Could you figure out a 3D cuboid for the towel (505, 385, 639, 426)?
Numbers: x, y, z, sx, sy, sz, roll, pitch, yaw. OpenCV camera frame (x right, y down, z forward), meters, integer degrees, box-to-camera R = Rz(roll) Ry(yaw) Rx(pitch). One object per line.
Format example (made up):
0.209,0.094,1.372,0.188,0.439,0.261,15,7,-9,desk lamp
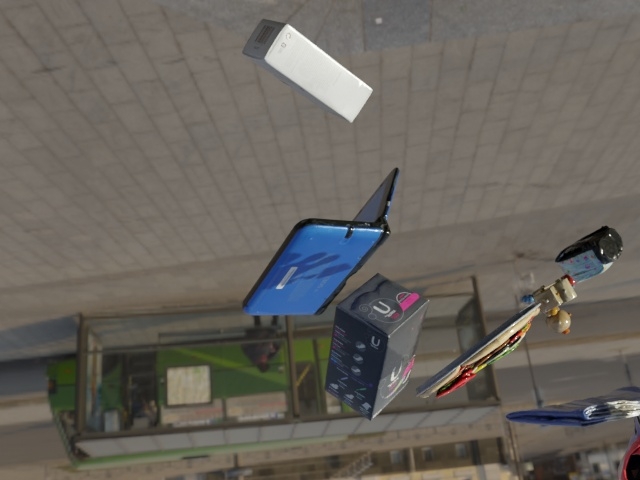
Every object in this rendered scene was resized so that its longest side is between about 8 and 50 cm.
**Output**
0.508,0.294,1.248,0.285,0.034,0.209,-4,169,-22,towel

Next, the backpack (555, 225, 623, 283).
0.786,0.049,2.048,0.152,0.115,0.182,-26,172,-40,backpack

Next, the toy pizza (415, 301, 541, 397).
0.210,0.149,0.904,0.201,0.032,0.201,-34,165,-10,toy pizza

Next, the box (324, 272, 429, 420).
0.121,0.238,1.557,0.165,0.143,0.270,-35,143,-41,box

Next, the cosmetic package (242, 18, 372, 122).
-0.024,-0.324,1.335,0.231,0.085,0.117,30,-176,-34,cosmetic package

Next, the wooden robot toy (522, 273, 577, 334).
0.357,0.101,1.040,0.076,0.079,0.173,-30,170,9,wooden robot toy

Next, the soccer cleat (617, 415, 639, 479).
0.757,0.465,1.616,0.083,0.248,0.095,22,171,20,soccer cleat

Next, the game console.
0.000,0.000,1.295,0.250,0.173,0.293,3,143,-29,game console
